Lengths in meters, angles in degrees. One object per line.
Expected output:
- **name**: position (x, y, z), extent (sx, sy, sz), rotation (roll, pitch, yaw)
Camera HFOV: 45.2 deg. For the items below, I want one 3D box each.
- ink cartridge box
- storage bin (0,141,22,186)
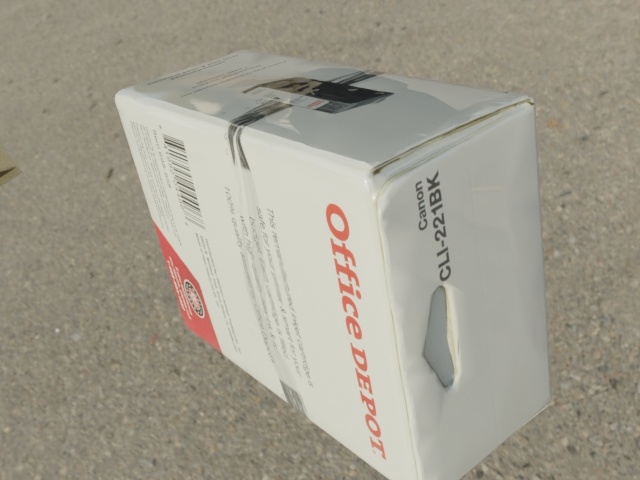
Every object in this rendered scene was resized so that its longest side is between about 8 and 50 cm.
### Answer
- **ink cartridge box**: position (0.000, 0.000, 0.482), extent (0.114, 0.197, 0.273), rotation (-27, 31, -28)
- **storage bin**: position (-0.499, -0.111, 0.784), extent (0.260, 0.262, 0.123), rotation (-31, 10, 4)
